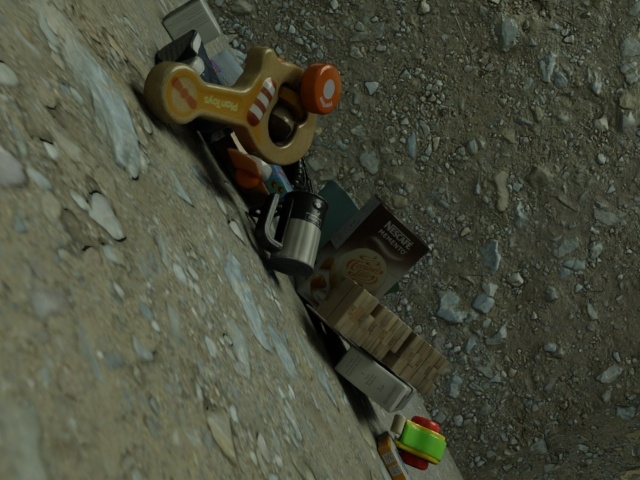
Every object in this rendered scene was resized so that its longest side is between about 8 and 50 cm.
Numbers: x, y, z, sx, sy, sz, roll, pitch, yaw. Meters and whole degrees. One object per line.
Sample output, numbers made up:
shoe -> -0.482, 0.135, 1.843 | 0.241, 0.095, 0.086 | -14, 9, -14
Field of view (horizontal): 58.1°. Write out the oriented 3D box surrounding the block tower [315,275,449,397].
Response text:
block tower -> 0.130, 0.192, 1.141 | 0.335, 0.097, 0.091 | 43, -5, -37

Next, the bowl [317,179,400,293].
bowl -> 0.038, 0.028, 1.379 | 0.311, 0.163, 0.311 | 59, -4, 6

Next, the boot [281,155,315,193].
boot -> -0.119, -0.258, 1.684 | 0.348, 0.131, 0.260 | 64, 5, 18

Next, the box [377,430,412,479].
box -> 0.155, 0.458, 1.151 | 0.136, 0.028, 0.081 | 65, 4, 2

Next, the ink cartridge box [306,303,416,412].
ink cartridge box -> 0.080, 0.262, 1.250 | 0.261, 0.066, 0.296 | 37, -4, 19

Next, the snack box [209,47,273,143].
snack box -> -0.188, -0.329, 1.386 | 0.174, 0.070, 0.207 | 52, -9, 14

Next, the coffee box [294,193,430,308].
coffee box -> 0.081, 0.046, 1.188 | 0.141, 0.246, 0.098 | 41, 10, -14

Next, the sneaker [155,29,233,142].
sneaker -> -0.206, -0.265, 1.008 | 0.163, 0.086, 0.226 | 56, 9, -38

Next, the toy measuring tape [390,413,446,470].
toy measuring tape -> 0.221, 0.442, 1.278 | 0.330, 0.121, 0.121 | 69, -4, -63

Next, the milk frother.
milk frother -> -0.071, -0.011, 1.044 | 0.143, 0.129, 0.134 | -37, -144, 59

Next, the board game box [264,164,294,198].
board game box -> -0.119, -0.177, 1.176 | 0.211, 0.039, 0.160 | 63, 4, 1

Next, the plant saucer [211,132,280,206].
plant saucer -> -0.176, -0.196, 1.193 | 0.310, 0.050, 0.310 | 61, 5, -10

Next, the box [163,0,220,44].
box -> -0.292, -0.490, 1.313 | 0.087, 0.102, 0.101 | 57, 6, -31

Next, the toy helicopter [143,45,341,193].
toy helicopter -> -0.124, -0.186, 0.890 | 0.140, 0.235, 0.355 | 19, 13, 32
